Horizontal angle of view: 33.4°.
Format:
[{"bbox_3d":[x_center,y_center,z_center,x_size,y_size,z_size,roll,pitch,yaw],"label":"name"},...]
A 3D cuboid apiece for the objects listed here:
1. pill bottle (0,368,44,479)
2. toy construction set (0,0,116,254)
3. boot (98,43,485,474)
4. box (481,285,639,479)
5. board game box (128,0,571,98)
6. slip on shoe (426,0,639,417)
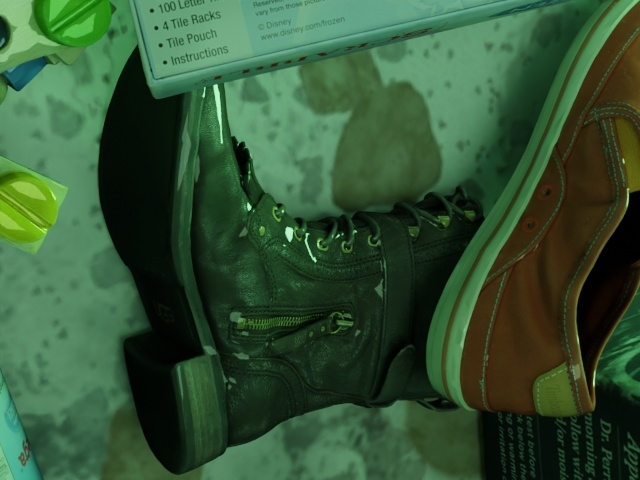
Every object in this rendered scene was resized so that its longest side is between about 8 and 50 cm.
[{"bbox_3d":[-0.187,0.115,0.528,0.087,0.087,0.160,-23,114,-22],"label":"pill bottle"},{"bbox_3d":[-0.215,-0.131,0.423,0.215,0.151,0.327,-54,132,-6],"label":"toy construction set"},{"bbox_3d":[0.000,0.000,0.614,0.229,0.091,0.263,-13,113,-31],"label":"boot"},{"bbox_3d":[0.432,0.178,0.666,0.479,0.471,0.297,-16,111,-25],"label":"box"},{"bbox_3d":[0.040,-0.254,0.472,0.318,0.066,0.318,-14,94,-7],"label":"board game box"},{"bbox_3d":[0.179,-0.034,0.652,0.331,0.101,0.123,-59,145,-22],"label":"slip on shoe"}]
